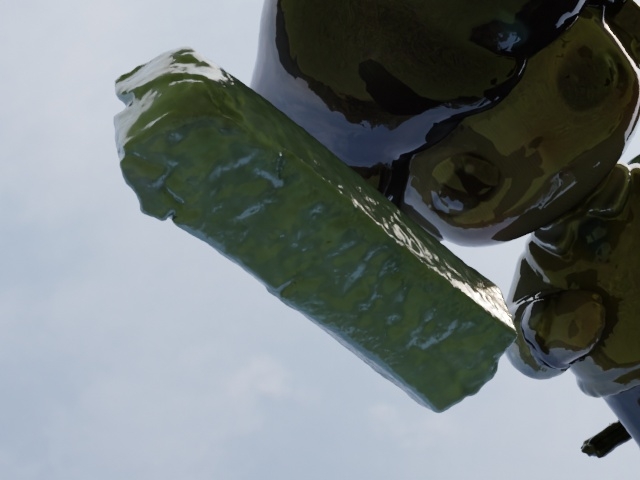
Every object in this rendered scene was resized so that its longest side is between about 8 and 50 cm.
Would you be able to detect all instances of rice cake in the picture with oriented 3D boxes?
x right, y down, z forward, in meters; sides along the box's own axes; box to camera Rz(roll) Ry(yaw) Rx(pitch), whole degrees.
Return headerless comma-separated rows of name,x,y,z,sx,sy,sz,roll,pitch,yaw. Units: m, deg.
rice cake,-0.001,0.000,0.664,0.063,0.206,0.069,-48,-158,11

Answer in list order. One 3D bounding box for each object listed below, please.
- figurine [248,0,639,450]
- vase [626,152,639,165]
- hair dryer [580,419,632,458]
figurine,0.109,-0.033,0.816,0.218,0.206,0.365,-39,-101,26
vase,0.366,0.015,1.578,0.086,0.086,0.214,-11,-113,-1
hair dryer,0.267,0.131,0.975,0.219,0.075,0.195,-5,-91,-4
